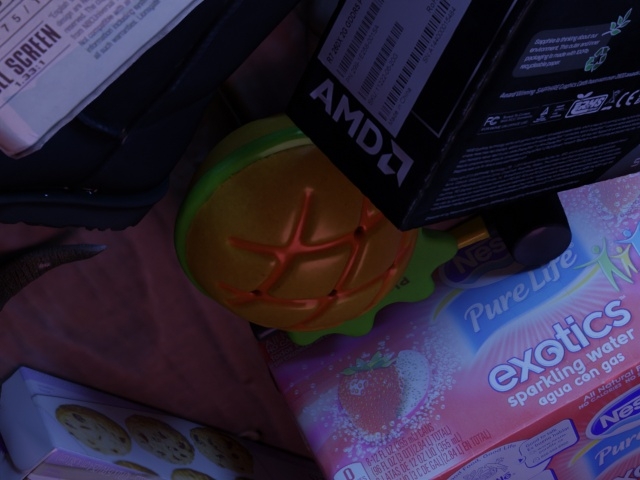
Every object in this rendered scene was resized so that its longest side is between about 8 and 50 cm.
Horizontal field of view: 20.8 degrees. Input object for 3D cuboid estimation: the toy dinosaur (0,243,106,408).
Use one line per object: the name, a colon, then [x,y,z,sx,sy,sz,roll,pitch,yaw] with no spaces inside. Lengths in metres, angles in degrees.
toy dinosaur: [-0.237,0.097,0.840,0.313,0.121,0.160,-26,156,2]

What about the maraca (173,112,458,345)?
maraca: [0.000,0.000,0.894,0.127,0.099,0.185,-29,144,13]

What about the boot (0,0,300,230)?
boot: [-0.116,-0.098,0.710,0.246,0.094,0.207,2,137,-44]

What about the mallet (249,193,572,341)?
mallet: [0.051,0.019,0.979,0.189,0.062,0.039,-30,142,2]

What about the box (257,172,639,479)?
box: [0.137,0.071,1.028,0.300,0.142,0.154,-30,143,0]

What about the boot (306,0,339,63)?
boot: [0.044,-0.105,0.855,0.118,0.042,0.087,-9,130,-37]

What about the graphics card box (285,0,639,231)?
graphics card box: [0.156,-0.181,0.744,0.232,0.094,0.371,-15,142,-45]

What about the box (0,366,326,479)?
box: [-0.074,0.154,1.053,0.063,0.067,0.324,-43,140,18]

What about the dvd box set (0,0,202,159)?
dvd box set: [-0.125,-0.245,0.491,0.307,0.062,0.420,-42,130,10]
